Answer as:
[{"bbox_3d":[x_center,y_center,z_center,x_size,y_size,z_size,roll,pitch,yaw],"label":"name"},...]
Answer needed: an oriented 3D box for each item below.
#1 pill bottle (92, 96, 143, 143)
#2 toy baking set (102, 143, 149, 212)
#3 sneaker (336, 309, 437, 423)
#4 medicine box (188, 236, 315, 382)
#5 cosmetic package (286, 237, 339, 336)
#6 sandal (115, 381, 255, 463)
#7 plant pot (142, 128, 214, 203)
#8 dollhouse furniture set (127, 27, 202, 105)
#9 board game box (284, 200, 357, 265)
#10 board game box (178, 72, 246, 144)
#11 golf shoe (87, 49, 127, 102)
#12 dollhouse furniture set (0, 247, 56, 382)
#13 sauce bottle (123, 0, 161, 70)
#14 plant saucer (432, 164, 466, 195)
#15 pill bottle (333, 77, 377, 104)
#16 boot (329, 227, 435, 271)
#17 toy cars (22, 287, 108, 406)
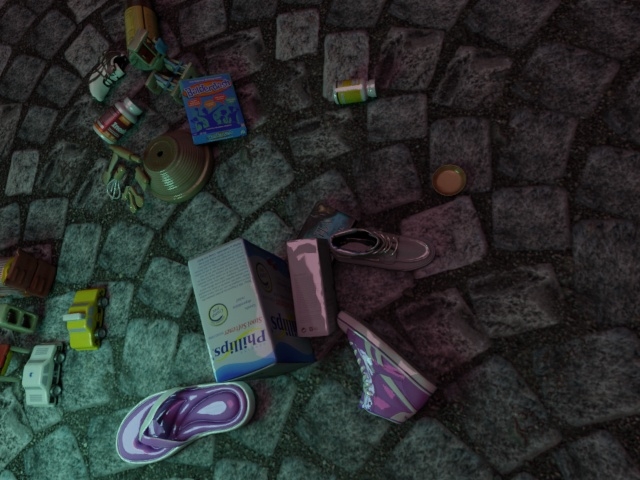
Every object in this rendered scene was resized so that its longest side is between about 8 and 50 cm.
[{"bbox_3d":[-0.660,-0.396,1.484,0.152,0.086,0.086,-43,68,3],"label":"pill bottle"},{"bbox_3d":[-0.613,-0.196,1.393,0.256,0.030,0.196,30,119,29],"label":"toy baking set"},{"bbox_3d":[0.112,0.300,1.055,0.282,0.102,0.161,42,94,22],"label":"sneaker"},{"bbox_3d":[-0.155,0.175,1.080,0.149,0.263,0.289,-23,70,11],"label":"medicine box"},{"bbox_3d":[-0.016,0.111,1.112,0.086,0.117,0.231,-7,87,14],"label":"cosmetic package"},{"bbox_3d":[-0.369,0.453,1.161,0.416,0.102,0.169,-25,70,10],"label":"sandal"},{"bbox_3d":[-0.453,-0.241,1.367,0.237,0.110,0.237,-5,74,17],"label":"plant pot"},{"bbox_3d":[-0.496,-0.536,1.417,0.129,0.184,0.129,26,85,21],"label":"dollhouse furniture set"},{"bbox_3d":[0.000,0.000,1.207,0.126,0.026,0.186,27,85,21],"label":"board game box"},{"bbox_3d":[-0.327,-0.402,1.372,0.160,0.047,0.210,-15,70,-13],"label":"board game box"},{"bbox_3d":[-0.730,-0.567,1.557,0.094,0.077,0.198,9,80,19],"label":"golf shoe"},{"bbox_3d":[-0.973,0.219,1.349,0.201,0.152,0.374,-3,64,16],"label":"dollhouse furniture set"},{"bbox_3d":[-0.613,-0.751,1.552,0.111,0.111,0.344,-16,70,13],"label":"sauce bottle"},{"bbox_3d":[0.326,-0.151,1.150,0.083,0.015,0.083,-4,75,16],"label":"plant saucer"},{"bbox_3d":[0.098,-0.419,1.265,0.116,0.065,0.065,-2,75,17],"label":"pill bottle"},{"bbox_3d":[0.148,0.021,1.092,0.258,0.123,0.095,0,79,9],"label":"boot"},{"bbox_3d":[-0.763,0.310,1.329,0.176,0.087,0.393,36,89,22],"label":"toy cars"}]
